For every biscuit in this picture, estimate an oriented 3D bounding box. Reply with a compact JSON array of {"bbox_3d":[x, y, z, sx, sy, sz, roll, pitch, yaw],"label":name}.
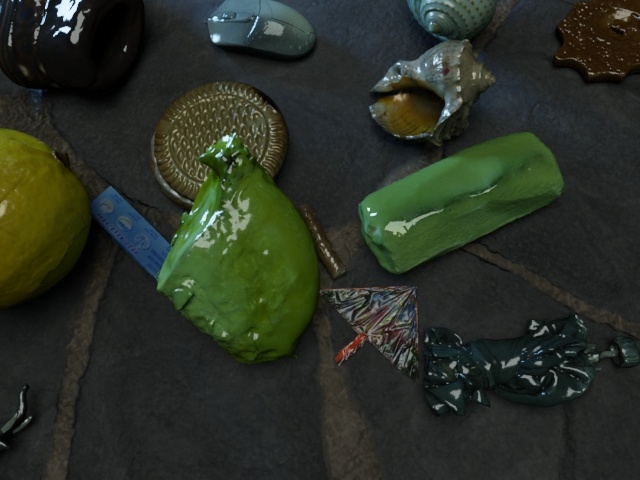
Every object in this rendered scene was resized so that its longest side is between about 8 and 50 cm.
[{"bbox_3d":[-0.183,-0.169,1.142,0.259,0.079,0.259,-1,73,3],"label":"biscuit"},{"bbox_3d":[0.530,-0.374,1.185,0.215,0.034,0.182,-23,73,-1],"label":"biscuit"}]

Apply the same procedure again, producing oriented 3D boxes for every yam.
[{"bbox_3d":[0.000,0.000,1.107,0.032,0.032,0.145,-26,72,-5],"label":"yam"}]

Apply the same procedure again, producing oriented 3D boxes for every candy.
[{"bbox_3d":[0.231,-0.067,1.071,0.343,0.132,0.142,-24,31,-6],"label":"candy"}]

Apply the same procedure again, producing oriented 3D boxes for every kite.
[{"bbox_3d":[0.091,0.137,1.071,0.189,0.009,0.232,-44,75,-8],"label":"kite"}]

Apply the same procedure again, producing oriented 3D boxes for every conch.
[{"bbox_3d":[0.247,-0.440,1.174,0.172,0.131,0.200,22,45,36],"label":"conch"},{"bbox_3d":[0.187,-0.253,1.112,0.245,0.163,0.178,7,54,36],"label":"conch"}]

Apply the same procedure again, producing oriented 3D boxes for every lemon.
[{"bbox_3d":[-0.523,-0.029,1.018,0.297,0.297,0.297,-1,73,3],"label":"lemon"}]

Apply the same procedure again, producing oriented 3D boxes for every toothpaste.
[{"bbox_3d":[-0.296,0.019,1.109,0.272,0.053,0.066,42,76,14],"label":"toothpaste"}]

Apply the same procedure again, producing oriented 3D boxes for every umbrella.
[{"bbox_3d":[0.330,0.189,0.999,0.348,0.094,0.143,-5,77,0],"label":"umbrella"}]

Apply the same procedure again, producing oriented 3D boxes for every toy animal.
[{"bbox_3d":[-0.551,0.360,1.004,0.269,0.082,0.137,-35,75,-6],"label":"toy animal"}]

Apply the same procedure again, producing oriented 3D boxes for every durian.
[{"bbox_3d":[-0.123,0.033,1.005,0.256,0.204,0.340,-48,114,-17],"label":"durian"}]

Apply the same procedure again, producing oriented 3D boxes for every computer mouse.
[{"bbox_3d":[-0.120,-0.412,1.217,0.229,0.068,0.113,13,73,7],"label":"computer mouse"}]

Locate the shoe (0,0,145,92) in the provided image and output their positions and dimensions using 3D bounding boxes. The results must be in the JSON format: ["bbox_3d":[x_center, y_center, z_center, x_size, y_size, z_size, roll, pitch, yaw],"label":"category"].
[{"bbox_3d":[-0.443,-0.460,1.196,0.237,0.171,0.384,8,75,13],"label":"shoe"}]
